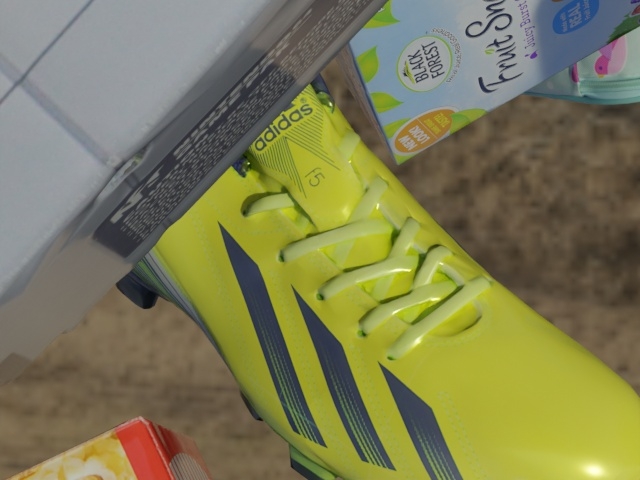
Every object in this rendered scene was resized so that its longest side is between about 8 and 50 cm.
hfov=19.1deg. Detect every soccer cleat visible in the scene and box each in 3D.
[{"bbox_3d":[-0.001,0.000,0.678,0.093,0.121,0.289,-25,-136,-36],"label":"soccer cleat"}]

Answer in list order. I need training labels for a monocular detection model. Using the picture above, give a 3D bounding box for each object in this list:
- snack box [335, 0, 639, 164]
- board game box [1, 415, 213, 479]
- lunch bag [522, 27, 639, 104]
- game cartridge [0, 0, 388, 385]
[{"bbox_3d":[0.098,-0.146,0.947,0.207,0.070,0.174,-29,154,0],"label":"snack box"},{"bbox_3d":[-0.012,0.137,0.421,0.045,0.193,0.147,-26,174,-3],"label":"board game box"},{"bbox_3d":[0.192,-0.159,1.200,0.224,0.108,0.279,-17,-162,-33],"label":"lunch bag"},{"bbox_3d":[0.003,-0.086,0.428,0.060,0.294,0.196,44,176,-3],"label":"game cartridge"}]
